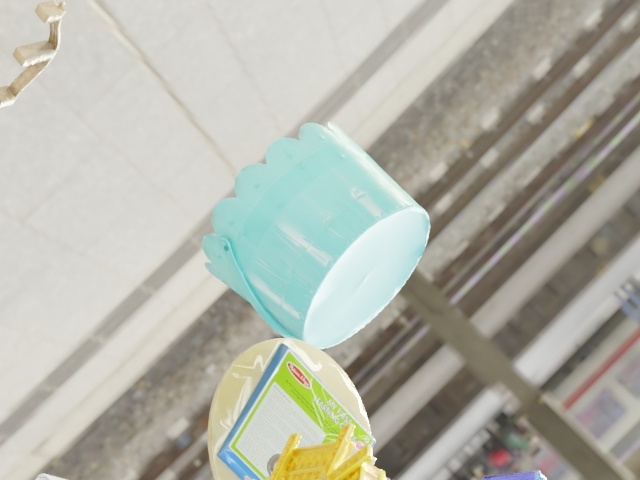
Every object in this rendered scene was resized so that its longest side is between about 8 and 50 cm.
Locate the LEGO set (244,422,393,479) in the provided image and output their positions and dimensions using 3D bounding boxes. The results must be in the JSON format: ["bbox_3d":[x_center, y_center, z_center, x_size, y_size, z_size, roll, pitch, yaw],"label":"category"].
[{"bbox_3d":[0.032,0.223,1.090,0.132,0.107,0.287,-55,-161,-5],"label":"LEGO set"}]

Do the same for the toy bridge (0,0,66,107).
[{"bbox_3d":[-0.383,-0.253,1.969,0.063,0.026,0.188,-25,160,-50],"label":"toy bridge"}]

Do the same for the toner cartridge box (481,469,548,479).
[{"bbox_3d":[0.226,0.442,1.584,0.075,0.165,0.348,-14,-131,31],"label":"toner cartridge box"}]

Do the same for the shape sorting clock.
[{"bbox_3d":[-0.027,0.196,1.403,0.040,0.206,0.206,-14,-164,48],"label":"shape sorting clock"}]

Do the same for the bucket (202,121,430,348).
[{"bbox_3d":[0.000,0.000,1.962,0.281,0.183,0.281,-37,153,-23],"label":"bucket"}]

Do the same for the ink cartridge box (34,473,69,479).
[{"bbox_3d":[-0.325,0.453,1.793,0.285,0.166,0.395,-46,164,-4],"label":"ink cartridge box"}]
